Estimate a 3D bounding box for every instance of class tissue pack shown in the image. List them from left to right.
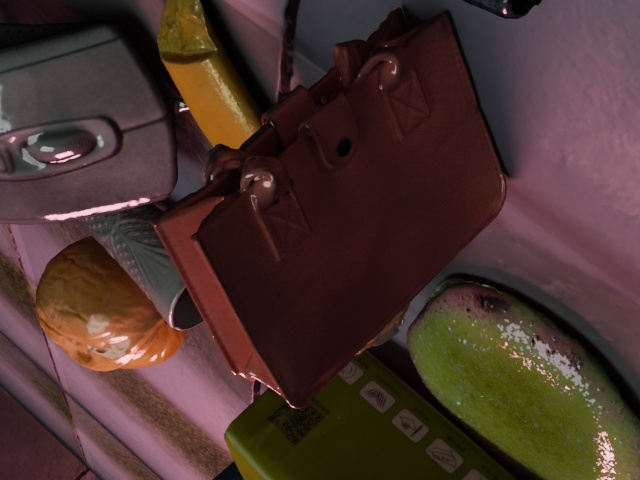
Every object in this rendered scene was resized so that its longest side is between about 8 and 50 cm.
[{"bbox_3d":[0.070,0.249,0.959,0.275,0.167,0.200,40,162,28],"label":"tissue pack"}]

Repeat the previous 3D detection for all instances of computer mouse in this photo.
[{"bbox_3d":[-0.291,-0.099,0.958,0.371,0.122,0.188,-1,127,19],"label":"computer mouse"}]

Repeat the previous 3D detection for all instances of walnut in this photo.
[{"bbox_3d":[-0.234,0.072,1.218,0.207,0.159,0.159,13,139,50],"label":"walnut"}]

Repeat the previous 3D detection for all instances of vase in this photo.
[{"bbox_3d":[-0.194,-0.010,1.108,0.219,0.096,0.096,39,154,22],"label":"vase"}]

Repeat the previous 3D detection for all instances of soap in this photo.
[{"bbox_3d":[-0.088,-0.123,0.842,0.089,0.033,0.168,5,132,51],"label":"soap"}]

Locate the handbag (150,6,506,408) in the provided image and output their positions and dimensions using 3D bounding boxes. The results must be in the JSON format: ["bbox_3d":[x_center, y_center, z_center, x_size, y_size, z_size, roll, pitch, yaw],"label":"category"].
[{"bbox_3d":[0.015,-0.022,0.624,0.059,0.212,0.157,21,145,42],"label":"handbag"}]

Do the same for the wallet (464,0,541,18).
[{"bbox_3d":[-0.038,-0.252,0.563,0.379,0.046,0.190,30,149,32],"label":"wallet"}]

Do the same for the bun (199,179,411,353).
[{"bbox_3d":[0.000,0.000,0.764,0.113,0.173,0.166,-44,54,39],"label":"bun"}]

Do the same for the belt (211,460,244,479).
[{"bbox_3d":[0.058,0.375,1.191,0.437,0.173,0.300,28,147,32],"label":"belt"}]

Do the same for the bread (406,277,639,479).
[{"bbox_3d":[0.154,0.124,0.840,0.228,0.033,0.228,36,155,20],"label":"bread"}]
